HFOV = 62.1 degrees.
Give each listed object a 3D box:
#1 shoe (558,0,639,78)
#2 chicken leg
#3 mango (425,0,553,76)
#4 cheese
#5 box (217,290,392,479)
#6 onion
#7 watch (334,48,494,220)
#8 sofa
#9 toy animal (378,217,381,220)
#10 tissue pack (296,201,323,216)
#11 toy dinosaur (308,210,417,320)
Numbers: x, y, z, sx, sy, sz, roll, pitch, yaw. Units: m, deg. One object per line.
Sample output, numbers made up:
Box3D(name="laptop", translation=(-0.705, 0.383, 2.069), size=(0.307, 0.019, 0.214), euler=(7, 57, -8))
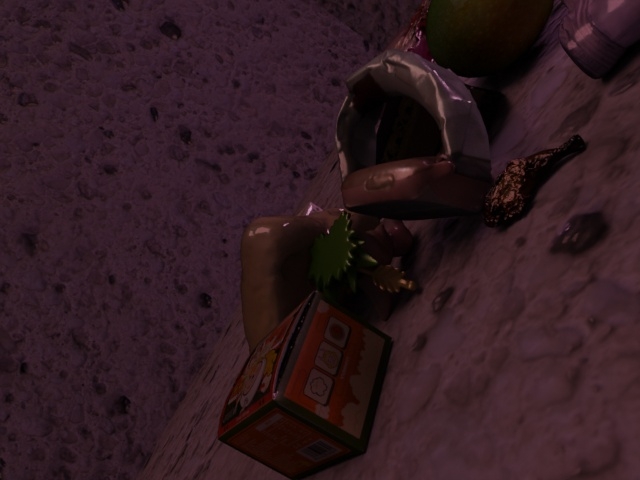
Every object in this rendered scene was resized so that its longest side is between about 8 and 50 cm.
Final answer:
Box3D(name="shoe", translation=(0.375, -0.319, 0.652), size=(0.137, 0.095, 0.245), euler=(-37, 25, 53))
Box3D(name="chicken leg", translation=(0.248, -0.072, 0.638), size=(0.145, 0.037, 0.062), euler=(-54, 32, 20))
Box3D(name="mango", translation=(0.295, -0.412, 0.999), size=(0.382, 0.201, 0.225), euler=(-116, 51, -82))
Box3D(name="cheese", translation=(-0.012, 0.105, 1.010), size=(0.351, 0.129, 0.329), euler=(-11, -69, -54))
Box3D(name="box", translation=(-0.026, 0.207, 0.752), size=(0.195, 0.148, 0.178), euler=(-47, 15, 46))
Box3D(name="onion", translation=(0.262, -0.498, 1.538), size=(0.349, 0.159, 0.267), euler=(-51, 23, 36))
Box3D(name="watch", translation=(0.128, -0.158, 0.787), size=(0.253, 0.161, 0.241), euler=(-4, 79, 51))
Box3D(name="sofa", translation=(0.210, -0.203, 0.984), size=(0.258, 0.181, 0.200), euler=(-86, 13, -71))
Box3D(name="toy animal", translation=(0.110, -0.076, 1.127), size=(0.108, 0.062, 0.220), euler=(-31, -19, -4))
Box3D(name="tissue pack", translation=(0.000, 0.000, 1.267), size=(0.099, 0.148, 0.106), euler=(-42, 18, 55))
Box3D(name="toy dinosaur", translation=(0.077, 0.039, 0.861), size=(0.152, 0.177, 0.194), euler=(-50, 40, 37))
